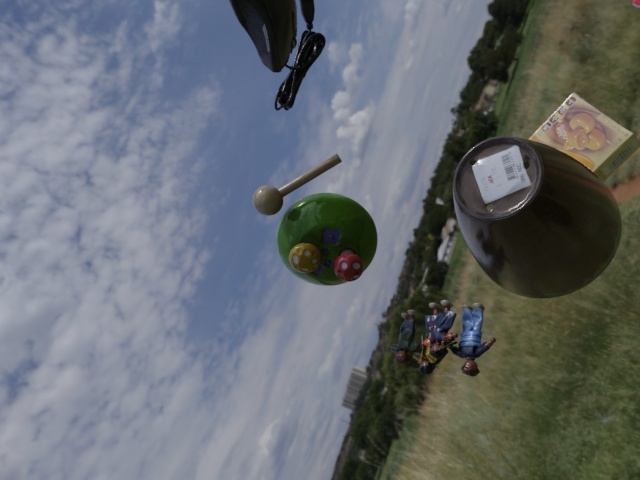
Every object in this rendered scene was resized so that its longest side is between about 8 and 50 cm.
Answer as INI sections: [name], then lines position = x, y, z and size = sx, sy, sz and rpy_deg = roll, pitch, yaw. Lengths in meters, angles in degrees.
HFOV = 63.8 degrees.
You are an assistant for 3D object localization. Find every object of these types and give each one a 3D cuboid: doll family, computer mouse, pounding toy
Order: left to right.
[computer mouse]
position = -0.043, -0.336, 0.759
size = 0.262, 0.060, 0.184
rpy_deg = 65, -138, -57
[pounding toy]
position = 0.000, 0.000, 0.874
size = 0.110, 0.183, 0.237
rpy_deg = -89, -25, -62
[doll family]
position = 0.194, 0.165, 0.834
size = 0.193, 0.076, 0.111
rpy_deg = -37, 31, 55

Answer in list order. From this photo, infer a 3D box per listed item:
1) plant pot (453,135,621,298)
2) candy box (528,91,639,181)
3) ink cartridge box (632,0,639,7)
[plant pot]
position = 0.274, -0.047, 0.699
size = 0.230, 0.215, 0.215
rpy_deg = 25, -97, -52
[candy box]
position = 0.564, -0.170, 1.238
size = 0.087, 0.183, 0.316
rpy_deg = 18, -61, -47
[ink cartridge box]
position = 0.250, -0.215, 0.190
size = 0.261, 0.066, 0.296
rpy_deg = -98, 22, -53
